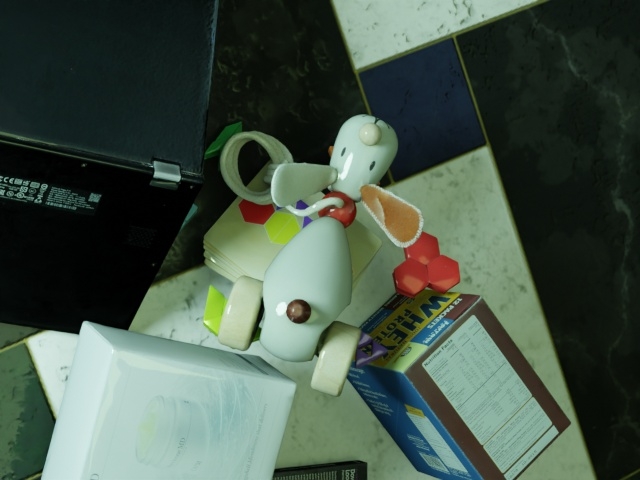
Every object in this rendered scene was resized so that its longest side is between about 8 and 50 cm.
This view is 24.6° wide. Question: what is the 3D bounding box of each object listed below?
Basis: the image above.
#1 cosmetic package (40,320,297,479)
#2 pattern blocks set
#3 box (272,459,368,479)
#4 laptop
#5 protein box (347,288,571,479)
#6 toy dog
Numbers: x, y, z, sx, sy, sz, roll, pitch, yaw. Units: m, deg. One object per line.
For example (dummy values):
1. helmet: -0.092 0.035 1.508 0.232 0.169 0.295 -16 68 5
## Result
1. cosmetic package: -0.175 0.230 1.641 0.225 0.138 0.224 13 94 -23
2. pattern blocks set: -0.028 0.008 1.715 0.285 0.026 0.325 -42 83 -17
3. box: -0.017 0.334 1.792 0.162 0.029 0.116 -2 93 -24
4. laptop: -0.334 -0.133 1.577 0.382 0.236 0.408 11 130 -24
5. protein box: 0.153 0.179 1.772 0.136 0.200 0.201 -42 107 -18
6. toy dog: 0.000 0.000 1.622 0.220 0.161 0.333 2 73 -7
